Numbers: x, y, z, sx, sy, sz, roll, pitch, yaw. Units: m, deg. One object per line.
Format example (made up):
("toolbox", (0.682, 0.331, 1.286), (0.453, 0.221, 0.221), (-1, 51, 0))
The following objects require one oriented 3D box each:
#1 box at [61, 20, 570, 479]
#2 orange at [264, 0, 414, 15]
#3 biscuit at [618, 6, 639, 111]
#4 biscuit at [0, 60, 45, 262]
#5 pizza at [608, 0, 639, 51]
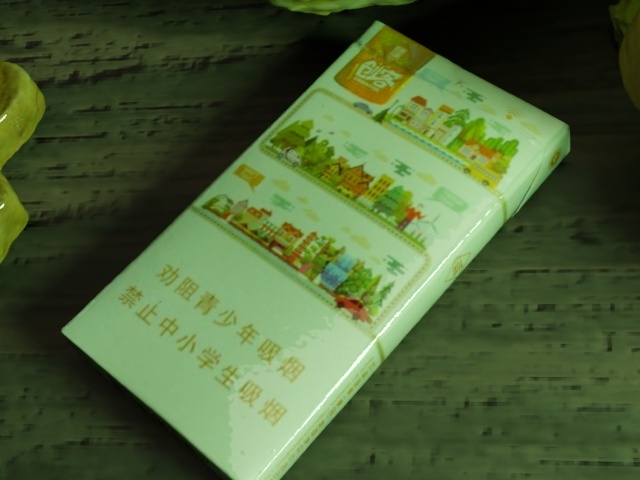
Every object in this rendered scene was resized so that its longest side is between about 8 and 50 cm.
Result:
("box", (0.000, 0.000, 0.510), (0.122, 0.032, 0.220), (34, 72, 28))
("orange", (0.085, -0.267, 0.488), (0.368, 0.271, 0.210), (-39, 27, -16))
("biscuit", (0.301, -0.109, 0.483), (0.355, 0.052, 0.275), (-38, 71, -21))
("biscuit", (-0.242, -0.061, 0.593), (0.184, 0.035, 0.249), (-25, 57, -5))
("pizza", (0.200, -0.098, 0.526), (0.099, 0.036, 0.160), (-20, 57, -1))
